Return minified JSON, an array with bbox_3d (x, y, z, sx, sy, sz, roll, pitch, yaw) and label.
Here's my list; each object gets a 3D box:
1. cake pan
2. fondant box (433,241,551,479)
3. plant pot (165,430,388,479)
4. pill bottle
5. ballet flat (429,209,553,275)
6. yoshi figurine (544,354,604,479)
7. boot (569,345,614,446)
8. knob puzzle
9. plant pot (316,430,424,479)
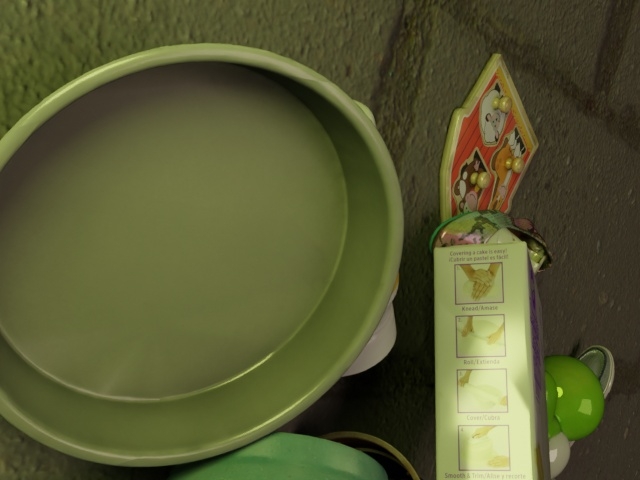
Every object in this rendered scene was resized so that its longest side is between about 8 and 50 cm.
[{"bbox_3d":[-0.086,0.013,0.573,0.293,0.054,0.293,-11,119,-20],"label":"cake pan"},{"bbox_3d":[0.181,0.194,0.900,0.238,0.096,0.331,49,39,-64],"label":"fondant box"},{"bbox_3d":[-0.038,0.263,0.662,0.293,0.293,0.196,50,37,-48],"label":"plant pot"},{"bbox_3d":[0.000,0.000,0.715,0.119,0.119,0.209,-39,130,-37],"label":"pill bottle"},{"bbox_3d":[0.208,0.011,0.998,0.221,0.079,0.077,2,120,-54],"label":"ballet flat"},{"bbox_3d":[0.293,0.296,1.146,0.203,0.203,0.362,-61,151,-58],"label":"yoshi figurine"},{"bbox_3d":[0.380,0.226,1.322,0.190,0.069,0.086,-57,143,-18],"label":"boot"},{"bbox_3d":[0.193,-0.083,1.006,0.213,0.030,0.213,-23,121,-46],"label":"knob puzzle"},{"bbox_3d":[0.051,0.281,0.860,0.165,0.167,0.167,39,72,-59],"label":"plant pot"}]
